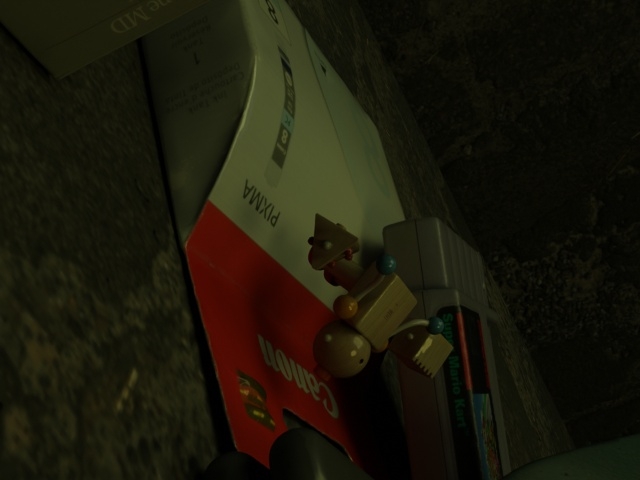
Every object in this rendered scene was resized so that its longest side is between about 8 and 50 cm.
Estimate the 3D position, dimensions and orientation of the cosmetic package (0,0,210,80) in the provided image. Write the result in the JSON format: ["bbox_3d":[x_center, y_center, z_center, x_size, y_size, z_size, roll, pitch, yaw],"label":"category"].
[{"bbox_3d":[-0.139,-0.198,0.444,0.238,0.127,0.107,50,20,-45],"label":"cosmetic package"}]

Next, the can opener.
[{"bbox_3d":[0.033,0.190,0.556,0.280,0.074,0.093,53,19,-44],"label":"can opener"}]

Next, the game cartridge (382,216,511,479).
[{"bbox_3d":[0.120,0.170,0.804,0.230,0.068,0.354,34,48,-74],"label":"game cartridge"}]

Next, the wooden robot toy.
[{"bbox_3d":[0.019,0.054,0.634,0.076,0.079,0.173,27,-13,35],"label":"wooden robot toy"}]

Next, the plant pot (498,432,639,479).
[{"bbox_3d":[0.173,0.256,0.522,0.252,0.248,0.247,8,94,-40],"label":"plant pot"}]

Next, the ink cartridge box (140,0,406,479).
[{"bbox_3d":[0.000,0.000,0.729,0.308,0.091,0.384,47,22,-55],"label":"ink cartridge box"}]
